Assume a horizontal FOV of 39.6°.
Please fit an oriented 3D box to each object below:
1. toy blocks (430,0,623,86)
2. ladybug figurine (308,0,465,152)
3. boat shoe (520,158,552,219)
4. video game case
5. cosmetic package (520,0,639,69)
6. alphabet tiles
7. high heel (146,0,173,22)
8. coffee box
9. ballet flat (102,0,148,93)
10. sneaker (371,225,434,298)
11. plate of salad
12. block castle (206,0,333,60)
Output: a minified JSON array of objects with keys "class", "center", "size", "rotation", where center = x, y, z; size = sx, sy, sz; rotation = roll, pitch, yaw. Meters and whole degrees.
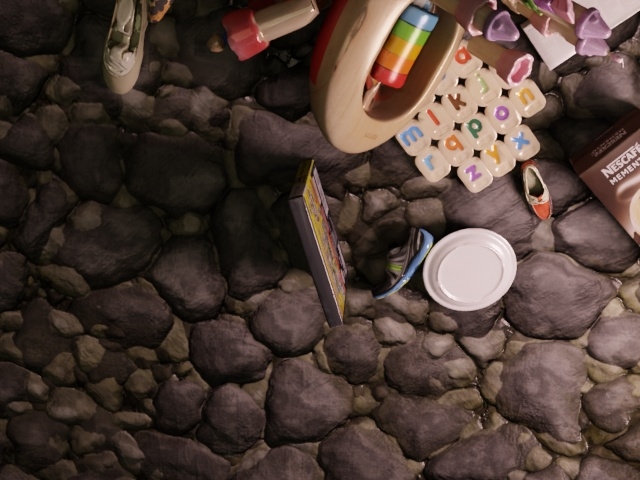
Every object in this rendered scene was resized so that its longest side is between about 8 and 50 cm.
[{"class":"toy blocks","center":[0.391,-0.423,1.496],"size":[0.260,0.288,0.309],"rotation":[41,98,32]},{"class":"ladybug figurine","center":[0.119,-0.378,1.619],"size":[0.162,0.305,0.449],"rotation":[43,111,33]},{"class":"boat shoe","center":[0.440,-0.099,1.808],"size":[0.049,0.043,0.137],"rotation":[-19,110,10]},{"class":"video game case","center":[0.000,0.000,1.779],"size":[0.035,0.248,0.275],"rotation":[-14,110,9]},{"class":"cosmetic package","center":[0.503,-0.431,1.659],"size":[0.239,0.060,0.099],"rotation":[-33,107,17]},{"class":"alphabet tiles","center":[0.297,-0.246,1.775],"size":[0.284,0.021,0.278],"rotation":[-35,105,17]},{"class":"high heel","center":[-0.157,-0.436,1.377],"size":[0.186,0.093,0.261],"rotation":[23,99,1]},{"class":"coffee box","center":[0.653,-0.092,1.748],"size":[0.168,0.119,0.297],"rotation":[-41,103,19]},{"class":"ballet flat","center":[-0.387,-0.401,1.748],"size":[0.086,0.086,0.249],"rotation":[17,113,-2]},{"class":"sneaker","center":[0.167,0.047,1.891],"size":[0.078,0.067,0.188],"rotation":[39,114,13]},{"class":"plate of salad","center":[0.314,0.059,1.882],"size":[0.199,0.048,0.200],"rotation":[-2,118,-3]},{"class":"block castle","center":[-0.159,-0.562,1.543],"size":[0.212,0.303,0.453],"rotation":[-18,108,14]}]
